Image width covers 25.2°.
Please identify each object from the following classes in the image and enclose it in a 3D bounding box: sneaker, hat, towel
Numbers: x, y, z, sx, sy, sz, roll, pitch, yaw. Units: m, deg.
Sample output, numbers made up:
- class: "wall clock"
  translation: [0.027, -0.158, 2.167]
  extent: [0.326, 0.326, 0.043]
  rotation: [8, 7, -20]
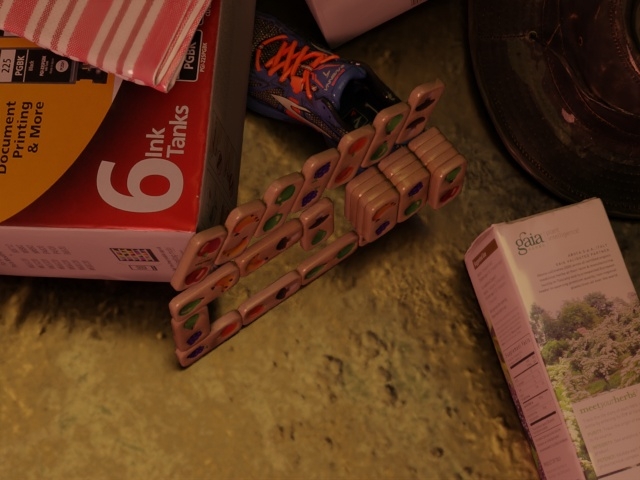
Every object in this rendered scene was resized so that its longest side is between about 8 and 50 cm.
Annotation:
- class: "sneaker"
  translation: [0.003, -0.126, 1.160]
  extent: [0.221, 0.087, 0.083]
  rotation: [32, 72, 4]
- class: "hat"
  translation: [0.279, -0.191, 1.192]
  extent: [0.331, 0.134, 0.331]
  rotation: [2, 74, -6]
- class: "towel"
  translation: [-0.164, -0.196, 1.020]
  extent: [0.197, 0.029, 0.144]
  rotation: [21, 76, 16]

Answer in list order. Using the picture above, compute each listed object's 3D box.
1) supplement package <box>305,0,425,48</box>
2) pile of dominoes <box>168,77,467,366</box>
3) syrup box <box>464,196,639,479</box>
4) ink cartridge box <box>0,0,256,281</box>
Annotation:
- class: "supplement package"
  translation: [0.041, -0.304, 1.162]
  extent: [0.194, 0.149, 0.203]
  rotation: [-26, 76, 0]
- class: "pile of dominoes"
  translation: [0.000, 0.000, 1.064]
  extent: [0.251, 0.196, 0.040]
  rotation: [-34, 70, -15]
- class: "syrup box"
  translation: [0.201, 0.095, 1.116]
  extent: [0.093, 0.096, 0.237]
  rotation: [-15, 76, -13]
- class: "ink cartridge box"
  translation: [-0.197, -0.134, 1.087]
  extent: [0.271, 0.130, 0.310]
  rotation: [1, 72, 8]
